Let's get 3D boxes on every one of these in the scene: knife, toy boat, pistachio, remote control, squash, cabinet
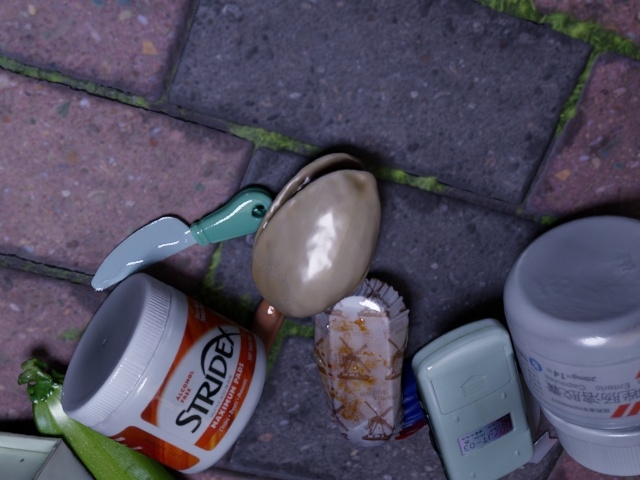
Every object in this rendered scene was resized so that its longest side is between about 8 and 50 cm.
[{"bbox_3d":[-0.181,-0.005,1.374,0.260,0.034,0.063,-22,120,3],"label":"knife"},{"bbox_3d":[0.247,0.232,1.565,0.318,0.072,0.219,17,115,-23],"label":"toy boat"},{"bbox_3d":[0.000,0.000,1.357,0.152,0.126,0.223,23,108,-23],"label":"pistachio"},{"bbox_3d":[0.209,0.229,1.477,0.140,0.056,0.296,-27,131,-7],"label":"remote control"},{"bbox_3d":[-0.284,0.294,1.463,0.101,0.101,0.378,-32,123,5],"label":"squash"},{"bbox_3d":[-0.375,0.371,1.404,0.145,0.150,0.206,-1,133,30],"label":"cabinet"}]

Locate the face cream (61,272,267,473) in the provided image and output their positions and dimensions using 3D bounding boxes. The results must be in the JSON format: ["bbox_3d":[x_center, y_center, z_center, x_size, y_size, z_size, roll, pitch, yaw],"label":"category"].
[{"bbox_3d":[-0.194,0.169,1.359,0.187,0.201,0.201,32,106,-24],"label":"face cream"}]

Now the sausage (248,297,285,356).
[{"bbox_3d":[-0.088,0.152,1.460,0.040,0.047,0.176,16,110,-16],"label":"sausage"}]

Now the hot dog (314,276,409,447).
[{"bbox_3d":[0.059,0.170,1.468,0.131,0.069,0.252,1,110,14],"label":"hot dog"}]

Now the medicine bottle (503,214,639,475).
[{"bbox_3d":[0.389,0.146,1.447,0.245,0.245,0.306,-23,128,0],"label":"medicine bottle"}]
